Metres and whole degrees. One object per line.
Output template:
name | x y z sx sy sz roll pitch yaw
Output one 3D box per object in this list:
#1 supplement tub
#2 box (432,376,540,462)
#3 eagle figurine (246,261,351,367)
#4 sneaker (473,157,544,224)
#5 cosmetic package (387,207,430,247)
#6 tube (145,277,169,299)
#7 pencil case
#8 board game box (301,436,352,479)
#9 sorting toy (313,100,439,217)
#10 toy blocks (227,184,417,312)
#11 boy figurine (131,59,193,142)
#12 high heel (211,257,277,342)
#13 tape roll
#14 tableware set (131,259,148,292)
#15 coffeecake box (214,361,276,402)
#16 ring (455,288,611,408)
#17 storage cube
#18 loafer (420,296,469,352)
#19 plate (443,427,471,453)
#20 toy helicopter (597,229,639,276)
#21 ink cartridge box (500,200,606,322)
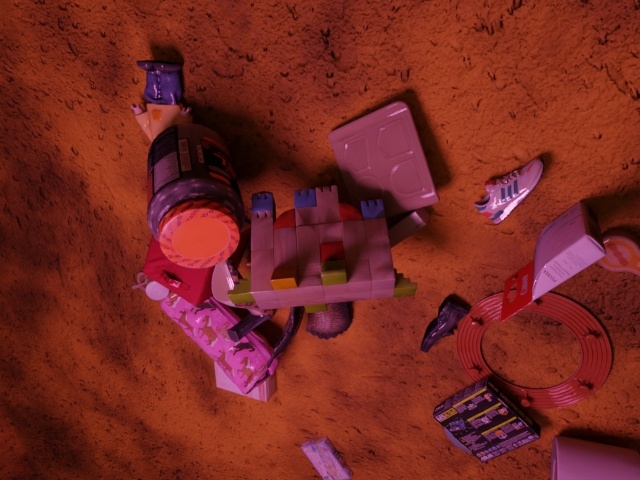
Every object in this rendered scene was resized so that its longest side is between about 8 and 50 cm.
supplement tub | -0.290 -0.108 1.073 0.207 0.338 0.207 -11 133 -11
box | 0.416 0.458 1.179 0.184 0.045 0.190 44 125 3
eagle figurine | -0.043 0.170 1.205 0.226 0.225 0.298 -6 100 9
sneaker | 0.381 -0.110 0.952 0.075 0.057 0.161 32 125 1
cosmetic package | 0.193 -0.031 1.074 0.115 0.060 0.041 -38 95 34
tube | -0.461 0.086 1.344 0.062 0.240 0.070 36 103 -26
pencil case | -0.282 0.261 1.341 0.386 0.167 0.160 43 79 11
board game box | 0.020 0.717 1.520 0.103 0.026 0.154 -29 99 32
sorting toy | 0.103 -0.156 1.064 0.307 0.041 0.229 -16 99 40
toy blocks | 0.000 0.000 1.017 0.382 0.260 0.190 -5 151 3
boy figurine | -0.411 -0.313 1.201 0.177 0.092 0.285 14 115 15
high heel | -0.190 0.118 1.239 0.093 0.186 0.261 13 122 34
tape roll | 0.621 0.586 1.058 0.169 0.246 0.246 3 114 23
tableware set | -0.518 0.163 1.499 0.194 0.039 0.128 32 122 8
coffeecake box | -0.238 0.413 1.471 0.186 0.068 0.142 10 115 20
ring | 0.489 0.267 1.095 0.337 0.032 0.336 10 116 21
storage cube | -0.327 0.023 1.249 0.184 0.215 0.193 30 116 10
loafer | 0.299 0.218 1.143 0.061 0.062 0.170 27 123 6
plate | 0.421 0.512 1.245 0.188 0.024 0.188 11 118 21
toy helicopter | 0.699 0.095 0.886 0.355 0.140 0.235 29 131 22
ink cartridge box | 0.436 0.039 0.919 0.066 0.189 0.232 48 124 -2
